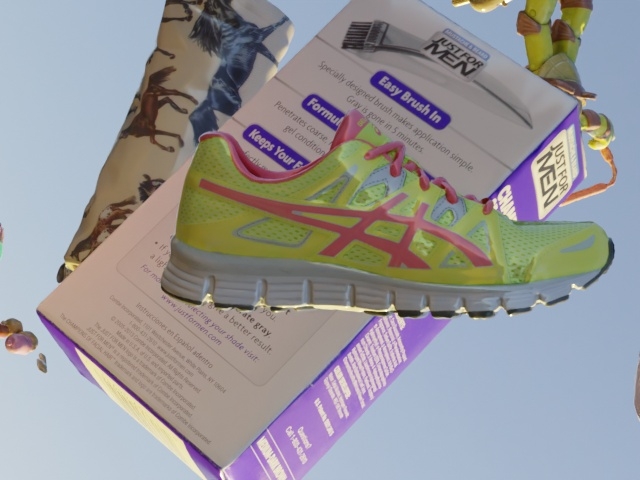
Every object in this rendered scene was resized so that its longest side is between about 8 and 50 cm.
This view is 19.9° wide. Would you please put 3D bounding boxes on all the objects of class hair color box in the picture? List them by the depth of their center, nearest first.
[{"bbox_3d":[0.000,0.000,1.222,0.185,0.339,0.110,37,-14,28],"label":"hair color box"}]

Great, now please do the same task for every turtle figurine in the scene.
[{"bbox_3d":[0.205,-0.151,1.723,0.087,0.269,0.217,-2,-98,53],"label":"turtle figurine"}]

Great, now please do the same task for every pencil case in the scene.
[{"bbox_3d":[-0.162,-0.114,2.103,0.183,0.160,0.410,-15,-126,69],"label":"pencil case"}]

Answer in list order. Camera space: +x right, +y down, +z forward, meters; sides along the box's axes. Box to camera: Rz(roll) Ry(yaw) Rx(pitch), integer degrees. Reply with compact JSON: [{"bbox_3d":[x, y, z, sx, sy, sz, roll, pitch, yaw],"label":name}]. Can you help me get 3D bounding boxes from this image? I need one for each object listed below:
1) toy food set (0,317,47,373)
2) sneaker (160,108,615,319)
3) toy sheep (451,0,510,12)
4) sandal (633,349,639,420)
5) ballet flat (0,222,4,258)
[{"bbox_3d":[-0.316,0.084,1.795,0.019,0.122,0.078,-54,-163,5],"label":"toy food set"},{"bbox_3d":[0.032,-0.013,0.836,0.081,0.208,0.094,-106,-162,-89],"label":"sneaker"},{"bbox_3d":[0.166,-0.280,1.806,0.091,0.091,0.132,115,-16,-58],"label":"toy sheep"},{"bbox_3d":[0.349,-0.001,1.173,0.169,0.416,0.102,-10,-57,52],"label":"sandal"},{"bbox_3d":[-0.356,0.015,1.394,0.077,0.241,0.091,50,-44,27],"label":"ballet flat"}]
